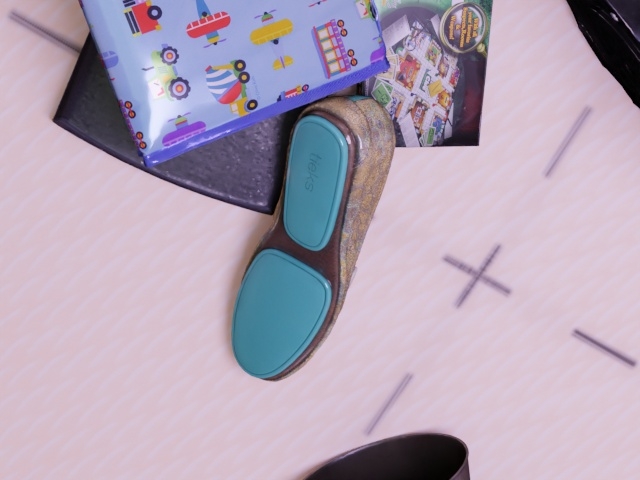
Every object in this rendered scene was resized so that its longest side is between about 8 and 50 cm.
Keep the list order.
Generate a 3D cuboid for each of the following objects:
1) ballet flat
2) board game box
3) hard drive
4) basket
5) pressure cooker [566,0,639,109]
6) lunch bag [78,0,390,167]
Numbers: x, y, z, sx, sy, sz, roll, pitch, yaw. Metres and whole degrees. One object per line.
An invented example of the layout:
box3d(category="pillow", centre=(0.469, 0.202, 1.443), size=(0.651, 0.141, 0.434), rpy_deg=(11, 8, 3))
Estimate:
box3d(category="ballet flat", centre=(0.000, 0.000, 1.423), size=(0.123, 0.123, 0.348), rpy_deg=(12, 123, -7))
box3d(category="board game box", centre=(0.108, -0.222, 1.394), size=(0.136, 0.030, 0.259), rpy_deg=(0, 112, -10))
box3d(category="hard drive", centre=(-0.134, -0.137, 1.411), size=(0.255, 0.054, 0.172), rpy_deg=(23, 103, -10))
box3d(category="basket", centre=(0.098, 0.357, 1.523), size=(0.204, 0.154, 0.227), rpy_deg=(-19, 110, 0))
box3d(category="pressure cooker", centre=(0.469, -0.256, 1.248), size=(0.420, 0.375, 0.370), rpy_deg=(-36, 102, 8))
box3d(category="lunch bag", centre=(-0.073, -0.228, 1.304), size=(0.293, 0.138, 0.221), rpy_deg=(-21, 102, -6))
